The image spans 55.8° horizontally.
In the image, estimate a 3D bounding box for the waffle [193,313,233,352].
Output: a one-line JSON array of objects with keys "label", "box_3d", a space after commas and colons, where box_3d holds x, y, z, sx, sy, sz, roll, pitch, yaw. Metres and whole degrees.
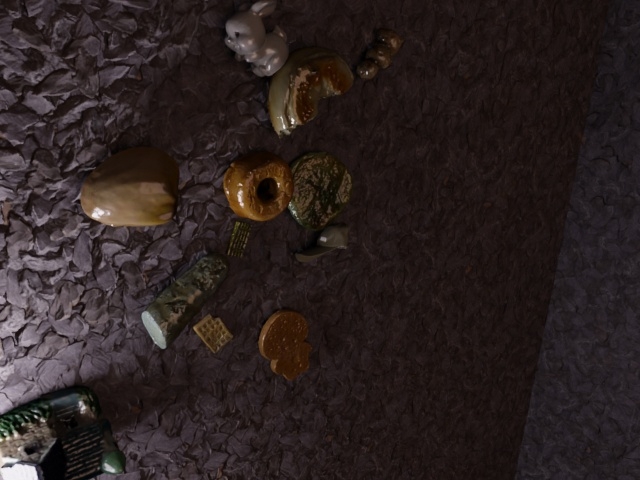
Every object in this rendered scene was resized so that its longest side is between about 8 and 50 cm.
[{"label": "waffle", "box_3d": [-0.350, 0.301, 1.988, 0.092, 0.021, 0.135, -40, 127, -18]}]

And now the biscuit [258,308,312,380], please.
[{"label": "biscuit", "box_3d": [-0.120, 0.375, 2.180, 0.202, 0.044, 0.288, -35, 126, -23]}]

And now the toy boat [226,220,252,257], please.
[{"label": "toy boat", "box_3d": [-0.262, -0.003, 1.950, 0.063, 0.016, 0.115, 12, 98, -40]}]

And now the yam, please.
[{"label": "yam", "box_3d": [-0.401, 0.166, 1.828, 0.330, 0.133, 0.133, -47, 128, -18]}]

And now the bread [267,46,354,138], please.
[{"label": "bread", "box_3d": [-0.061, -0.475, 1.834, 0.314, 0.171, 0.192, -48, 129, -15]}]

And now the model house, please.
[{"label": "model house", "box_3d": [-0.706, 0.592, 1.654, 0.298, 0.284, 0.243, -17, 121, -33]}]

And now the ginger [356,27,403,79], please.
[{"label": "ginger", "box_3d": [0.195, -0.625, 2.043, 0.104, 0.080, 0.204, 38, 79, -26]}]

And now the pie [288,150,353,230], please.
[{"label": "pie", "box_3d": [-0.003, -0.173, 2.052, 0.277, 0.078, 0.277, -14, 113, -36]}]

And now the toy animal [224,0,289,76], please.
[{"label": "toy animal", "box_3d": [-0.176, -0.583, 1.737, 0.178, 0.127, 0.193, -49, 128, -16]}]

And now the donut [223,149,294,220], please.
[{"label": "donut", "box_3d": [-0.188, -0.170, 1.886, 0.227, 0.114, 0.226, -16, 116, -35]}]

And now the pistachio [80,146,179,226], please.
[{"label": "pistachio", "box_3d": [-0.508, -0.143, 1.624, 0.261, 0.163, 0.212, -6, 89, -23]}]

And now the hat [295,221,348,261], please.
[{"label": "hat", "box_3d": [0.000, 0.000, 2.106, 0.173, 0.166, 0.144, 6, 79, -16]}]
